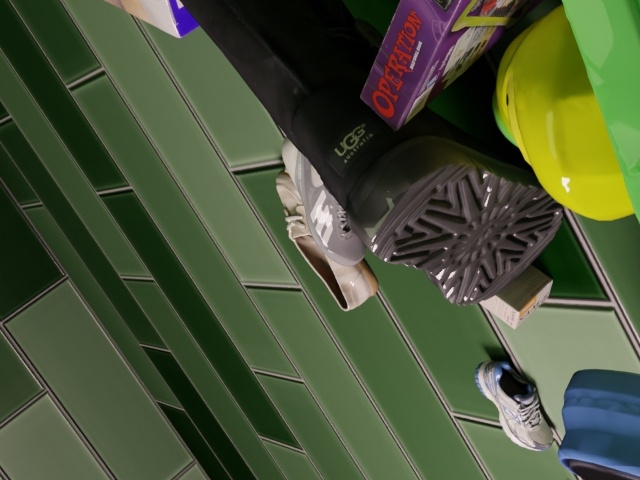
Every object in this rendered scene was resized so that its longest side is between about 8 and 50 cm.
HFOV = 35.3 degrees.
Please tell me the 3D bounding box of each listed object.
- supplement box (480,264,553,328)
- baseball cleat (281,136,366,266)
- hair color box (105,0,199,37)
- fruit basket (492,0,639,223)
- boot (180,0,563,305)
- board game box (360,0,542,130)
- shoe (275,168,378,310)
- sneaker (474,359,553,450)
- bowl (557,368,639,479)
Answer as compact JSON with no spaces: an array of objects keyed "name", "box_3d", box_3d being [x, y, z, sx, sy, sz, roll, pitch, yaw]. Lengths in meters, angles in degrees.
[{"name":"supplement box","box_3d":[0.197,0.043,1.109,0.098,0.062,0.036,39,152,27]},{"name":"baseball cleat","box_3d":[0.021,-0.048,1.275,0.109,0.072,0.206,4,132,50]},{"name":"hair color box","box_3d":[-0.263,-0.398,1.241,0.339,0.110,0.185,33,151,37]},{"name":"fruit basket","box_3d":[0.238,-0.083,0.667,0.392,0.283,0.392,22,135,24]},{"name":"boot","box_3d":[0.022,-0.156,1.001,0.445,0.146,0.367,50,-170,28]},{"name":"board game box","box_3d":[0.144,-0.229,0.659,0.056,0.208,0.347,46,154,11]},{"name":"shoe","box_3d":[0.000,0.000,1.388,0.219,0.058,0.076,55,155,-9]},{"name":"sneaker","box_3d":[0.249,0.207,1.259,0.135,0.052,0.058,51,151,-1]},{"name":"bowl","box_3d":[0.376,0.217,0.811,0.391,0.077,0.391,23,169,5]}]
